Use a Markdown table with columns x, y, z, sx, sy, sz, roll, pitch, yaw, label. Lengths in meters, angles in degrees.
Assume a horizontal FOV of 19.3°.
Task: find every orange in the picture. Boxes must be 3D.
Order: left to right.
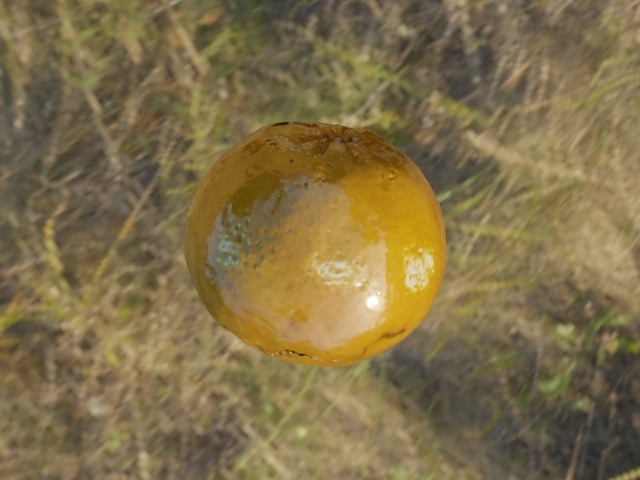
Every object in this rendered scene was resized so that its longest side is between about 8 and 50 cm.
| x | y | z | sx | sy | sz | roll | pitch | yaw | label |
| --- | --- | --- | --- | --- | --- | --- | --- | --- | --- |
| 0.000 | 0.000 | 0.587 | 0.083 | 0.083 | 0.070 | 26 | 114 | 12 | orange |
